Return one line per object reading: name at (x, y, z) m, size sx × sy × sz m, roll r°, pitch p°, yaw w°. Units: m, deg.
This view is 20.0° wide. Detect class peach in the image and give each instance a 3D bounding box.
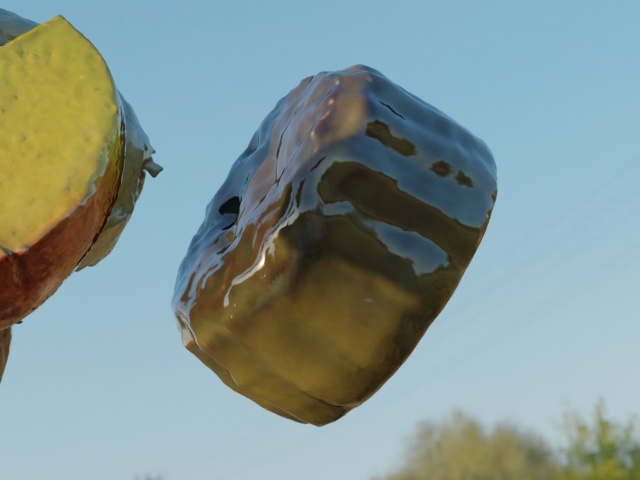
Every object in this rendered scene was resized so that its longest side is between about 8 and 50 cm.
peach at (-0.147, -0.026, 0.791) m, size 0.151 × 0.118 × 0.151 m, roll -10°, pitch 25°, yaw 5°

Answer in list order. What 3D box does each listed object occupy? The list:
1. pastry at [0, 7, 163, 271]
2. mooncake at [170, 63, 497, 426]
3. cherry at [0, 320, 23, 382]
pastry at (-0.252, -0.093, 1.464) m, size 0.170 × 0.256 × 0.237 m, roll -39°, pitch -1°, yaw 24°
mooncake at (0.000, 0.000, 1.479) m, size 0.161 × 0.290 × 0.290 m, roll 33°, pitch -31°, yaw -17°
cherry at (-0.372, 0.082, 1.504) m, size 0.285 × 0.213 × 0.236 m, roll -12°, pitch -23°, yaw -41°
